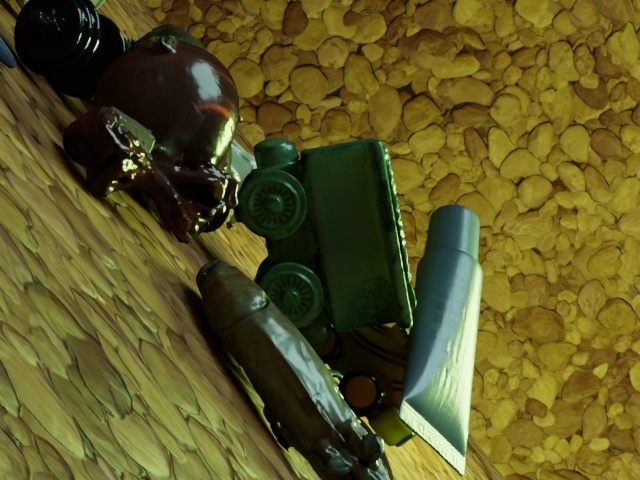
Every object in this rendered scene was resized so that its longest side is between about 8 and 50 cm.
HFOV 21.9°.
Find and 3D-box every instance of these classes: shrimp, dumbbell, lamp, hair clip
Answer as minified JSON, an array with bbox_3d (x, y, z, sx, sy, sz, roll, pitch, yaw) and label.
[{"bbox_3d":[-0.016,0.156,1.628,0.360,0.085,0.247,50,-5,38],"label":"shrimp"},{"bbox_3d":[-0.268,-0.211,1.782,0.099,0.099,0.208,53,4,16],"label":"dumbbell"},{"bbox_3d":[-0.159,-0.123,1.667,0.215,0.151,0.223,29,22,-40],"label":"lamp"},{"bbox_3d":[0.052,0.240,1.993,0.137,0.022,0.054,52,7,6],"label":"hair clip"}]

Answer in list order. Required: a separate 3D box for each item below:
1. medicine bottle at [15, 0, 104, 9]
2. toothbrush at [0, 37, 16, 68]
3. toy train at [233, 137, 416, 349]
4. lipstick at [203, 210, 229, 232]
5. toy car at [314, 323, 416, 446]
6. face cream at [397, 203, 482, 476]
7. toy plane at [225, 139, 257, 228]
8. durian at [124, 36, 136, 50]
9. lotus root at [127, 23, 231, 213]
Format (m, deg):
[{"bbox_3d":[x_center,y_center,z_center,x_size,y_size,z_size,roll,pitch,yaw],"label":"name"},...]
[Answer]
[{"bbox_3d":[-0.357,-0.383,1.994,0.258,0.143,0.143,53,4,30],"label":"medicine bottle"},{"bbox_3d":[-0.407,-0.307,1.495,0.413,0.042,0.035,52,3,-30],"label":"toothbrush"},{"bbox_3d":[0.000,0.000,2.026,0.145,0.202,0.266,-112,-168,-84],"label":"toy train"},{"bbox_3d":[-0.195,-0.087,1.967,0.234,0.053,0.053,41,10,-46],"label":"lipstick"},{"bbox_3d":[0.069,0.143,2.176,0.248,0.142,0.200,52,4,6],"label":"toy car"},{"bbox_3d":[0.157,0.110,2.113,0.135,0.086,0.385,45,37,-31],"label":"face cream"},{"bbox_3d":[-0.148,-0.117,2.368,0.255,0.101,0.251,56,4,6],"label":"toy plane"},{"bbox_3d":[-0.239,-0.187,1.990,0.215,0.086,0.100,36,-24,43],"label":"durian"},{"bbox_3d":[-0.167,-0.136,1.851,0.123,0.124,0.241,37,35,-56],"label":"lotus root"}]
